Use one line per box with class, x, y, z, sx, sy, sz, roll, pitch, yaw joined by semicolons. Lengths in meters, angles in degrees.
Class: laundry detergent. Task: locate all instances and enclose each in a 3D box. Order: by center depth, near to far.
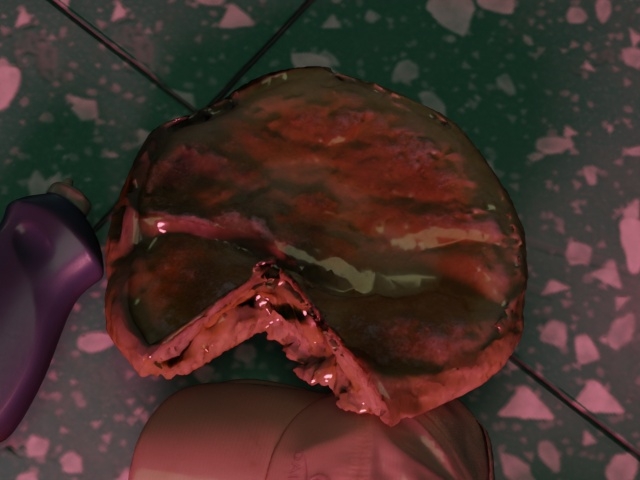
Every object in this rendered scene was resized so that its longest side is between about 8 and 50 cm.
laundry detergent;-0.226;0.043;1.212;0.096;0.061;0.206;21;68;13

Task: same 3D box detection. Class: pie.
pie;0.000;0.000;1.205;0.337;0.075;0.338;0;51;0

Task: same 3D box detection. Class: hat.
hat;-0.011;0.170;1.139;0.226;0.164;0.220;17;66;-20
